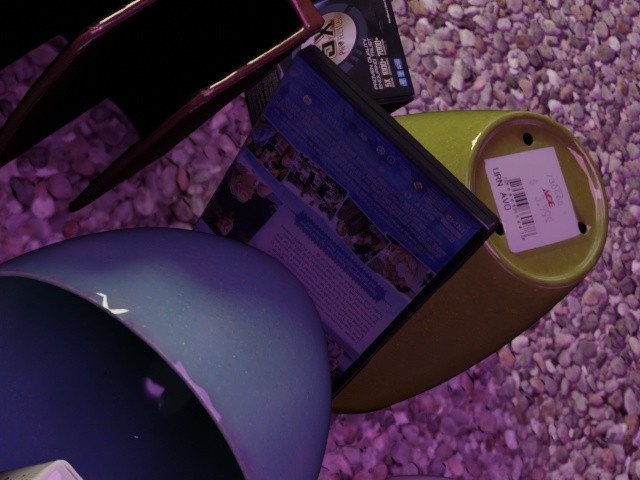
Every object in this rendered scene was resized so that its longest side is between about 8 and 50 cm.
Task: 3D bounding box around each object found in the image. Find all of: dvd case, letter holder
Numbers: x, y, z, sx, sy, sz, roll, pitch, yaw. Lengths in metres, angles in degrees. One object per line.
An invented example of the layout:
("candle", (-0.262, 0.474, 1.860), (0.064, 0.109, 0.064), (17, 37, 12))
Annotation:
("dvd case", (0.000, 0.000, 0.756), (0.180, 0.253, 0.022), (44, 45, 7))
("letter holder", (-0.178, -0.114, 0.729), (0.214, 0.302, 0.152), (-41, 99, -30))

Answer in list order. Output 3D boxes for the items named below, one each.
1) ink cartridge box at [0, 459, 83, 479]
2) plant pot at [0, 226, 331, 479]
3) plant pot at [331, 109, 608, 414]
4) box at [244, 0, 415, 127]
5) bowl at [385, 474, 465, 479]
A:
("ink cartridge box", (-0.235, 0.257, 0.605), (0.223, 0.307, 0.129), (-43, 98, -30))
("plant pot", (-0.105, 0.104, 0.748), (0.290, 0.290, 0.195), (55, 44, -7))
("plant pot", (0.092, 0.002, 0.856), (0.275, 0.293, 0.274), (7, 75, -28))
("box", (-0.006, -0.204, 0.978), (0.147, 0.077, 0.180), (-10, 83, -30))
("bowl", (0.121, 0.294, 0.942), (0.142, 0.053, 0.142), (12, 71, -27))
